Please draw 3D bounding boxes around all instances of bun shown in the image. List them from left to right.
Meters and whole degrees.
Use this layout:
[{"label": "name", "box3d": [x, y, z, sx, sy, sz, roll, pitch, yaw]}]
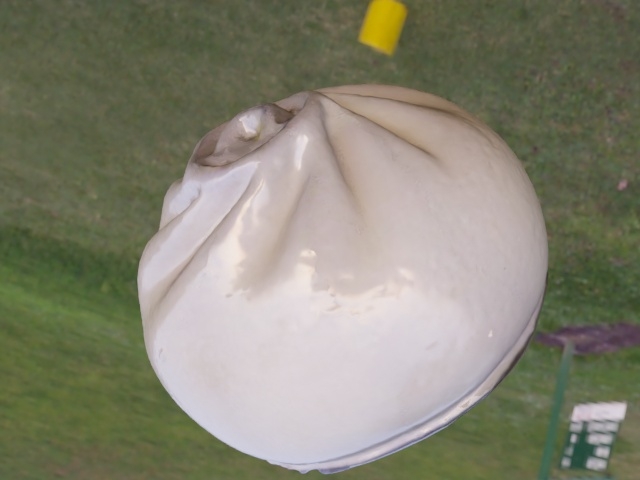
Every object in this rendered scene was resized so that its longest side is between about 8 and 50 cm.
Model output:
[{"label": "bun", "box3d": [0.000, 0.000, 0.433, 0.173, 0.173, 0.120, 2, 133, 41]}]
